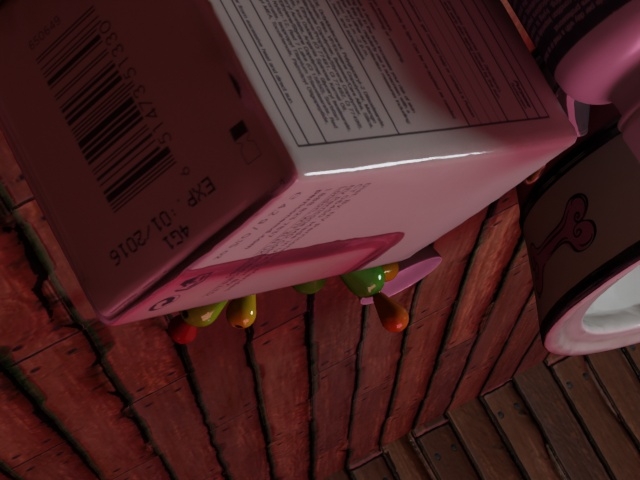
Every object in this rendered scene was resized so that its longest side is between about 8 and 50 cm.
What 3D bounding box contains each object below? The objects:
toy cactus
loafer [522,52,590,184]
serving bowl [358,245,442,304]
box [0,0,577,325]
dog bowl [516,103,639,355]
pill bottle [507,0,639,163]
[{"bbox_3d":[0.000,0.000,1.259,0.219,0.112,0.180,-16,154,-18],"label":"toy cactus"},{"bbox_3d":[0.174,-0.101,1.286,0.062,0.061,0.170,-20,164,-29],"label":"loafer"},{"bbox_3d":[0.066,0.025,1.620,0.083,0.027,0.083,-28,167,-7],"label":"serving bowl"},{"bbox_3d":[-0.017,-0.067,0.817,0.127,0.148,0.232,-37,165,33],"label":"box"},{"bbox_3d":[0.340,-0.059,1.482,0.408,0.150,0.408,-21,163,-6],"label":"dog bowl"},{"bbox_3d":[0.143,-0.126,0.856,0.108,0.180,0.108,-27,167,-7],"label":"pill bottle"}]
